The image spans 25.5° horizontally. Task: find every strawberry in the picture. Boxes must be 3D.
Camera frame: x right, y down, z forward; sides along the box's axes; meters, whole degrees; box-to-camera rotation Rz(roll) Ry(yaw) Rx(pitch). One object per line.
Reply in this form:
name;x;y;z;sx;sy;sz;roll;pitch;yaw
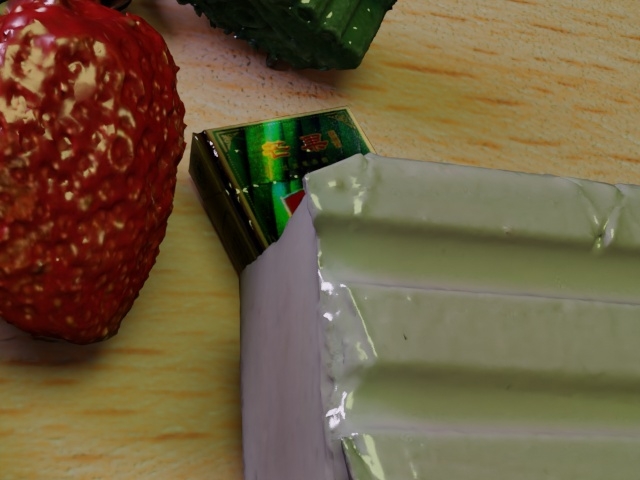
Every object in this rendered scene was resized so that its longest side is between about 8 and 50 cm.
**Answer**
strawberry;-0.214;-0.054;1.094;0.257;0.257;0.277;-17;94;-31

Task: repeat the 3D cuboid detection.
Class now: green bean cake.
green bean cake;-0.055;-0.246;1.343;0.208;0.193;0.107;41;62;-42

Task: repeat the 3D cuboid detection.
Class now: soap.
soap;0.167;0.137;1.050;0.435;0.213;0.350;2;65;-23

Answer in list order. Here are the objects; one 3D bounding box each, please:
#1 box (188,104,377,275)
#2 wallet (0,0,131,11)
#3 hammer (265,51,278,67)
box;0.000;0.000;1.225;0.159;0.071;0.240;-15;61;-26
wallet;-0.331;-0.289;1.336;0.262;0.071;0.221;-15;60;-22
hammer;-0.033;-0.285;1.471;0.058;0.029;0.292;15;51;-7
